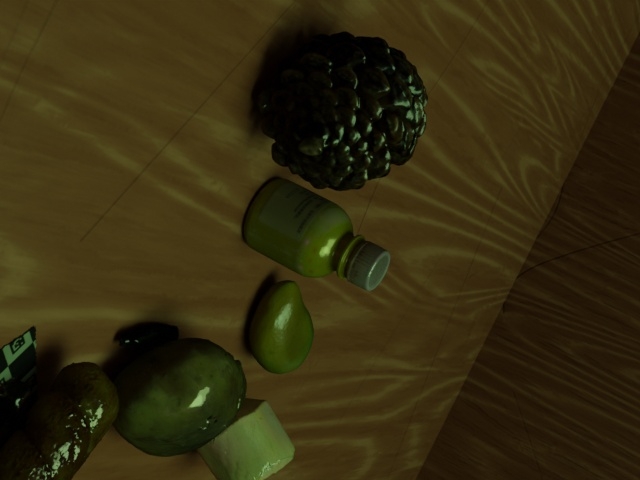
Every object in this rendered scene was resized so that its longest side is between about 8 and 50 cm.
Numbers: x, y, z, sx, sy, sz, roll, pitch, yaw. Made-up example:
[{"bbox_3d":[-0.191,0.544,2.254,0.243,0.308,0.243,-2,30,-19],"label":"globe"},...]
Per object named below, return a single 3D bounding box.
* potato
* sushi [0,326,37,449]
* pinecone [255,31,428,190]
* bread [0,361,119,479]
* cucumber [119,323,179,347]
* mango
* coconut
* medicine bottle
[{"bbox_3d":[-0.195,0.232,1.764,0.192,0.141,0.296,-37,166,-1],"label":"potato"},{"bbox_3d":[-0.415,0.244,1.430,0.279,0.043,0.192,-39,148,-46],"label":"sushi"},{"bbox_3d":[0.043,-0.188,1.722,0.272,0.224,0.224,-41,150,-51],"label":"pinecone"},{"bbox_3d":[-0.353,0.297,1.462,0.344,0.084,0.124,-57,152,-28],"label":"bread"},{"bbox_3d":[-0.238,0.133,1.712,0.135,0.033,0.034,17,64,-68],"label":"cucumber"},{"bbox_3d":[-0.070,0.151,2.051,0.122,0.085,0.191,-43,143,-19],"label":"mango"},{"bbox_3d":[-0.132,0.330,2.030,0.147,0.152,0.147,-35,177,-2],"label":"coconut"},{"bbox_3d":[0.000,0.000,1.843,0.122,0.212,0.122,-48,154,-32],"label":"medicine bottle"}]
